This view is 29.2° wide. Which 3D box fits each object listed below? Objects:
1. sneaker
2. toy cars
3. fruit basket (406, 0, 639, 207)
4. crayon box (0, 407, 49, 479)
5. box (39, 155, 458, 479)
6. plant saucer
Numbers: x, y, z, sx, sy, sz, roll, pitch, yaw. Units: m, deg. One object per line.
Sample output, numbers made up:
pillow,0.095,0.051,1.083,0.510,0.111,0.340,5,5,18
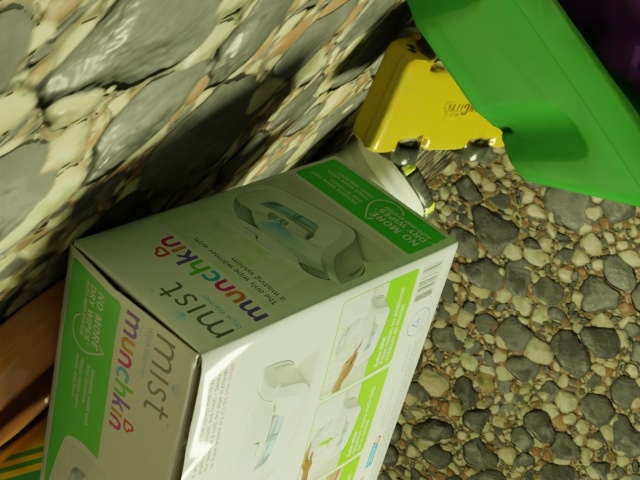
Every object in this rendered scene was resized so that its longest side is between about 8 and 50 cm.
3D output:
sneaker,0.000,0.000,1.290,0.147,0.145,0.384,-30,164,-15
toy cars,0.011,-0.059,0.939,0.394,0.087,0.176,-40,146,-17
fruit basket,0.231,-0.210,0.558,0.392,0.283,0.392,-35,-168,9
crayon box,-0.219,0.181,0.978,0.323,0.083,0.203,-43,-173,-16
box,-0.053,0.106,0.814,0.231,0.127,0.262,-22,138,-42
plant saucer,-0.196,0.089,0.823,0.200,0.037,0.200,-44,175,-5
